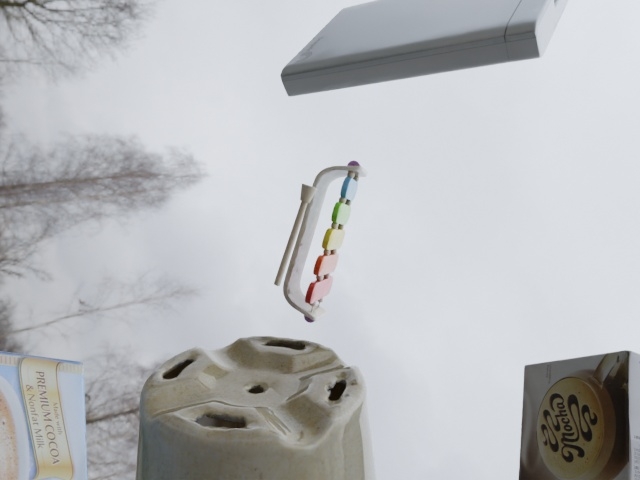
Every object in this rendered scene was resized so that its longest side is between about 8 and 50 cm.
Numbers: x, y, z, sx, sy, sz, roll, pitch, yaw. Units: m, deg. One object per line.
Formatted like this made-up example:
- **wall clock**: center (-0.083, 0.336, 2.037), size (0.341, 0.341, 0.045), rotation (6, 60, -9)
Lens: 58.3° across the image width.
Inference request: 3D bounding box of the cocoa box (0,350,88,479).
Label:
- **cocoa box**: center (-0.311, 0.267, 0.379), size (0.231, 0.228, 0.347), rotation (-32, -123, 26)

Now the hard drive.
- **hard drive**: center (0.142, -0.293, 0.790), size (0.352, 0.233, 0.047), rotation (1, -48, 35)

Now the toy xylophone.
- **toy xylophone**: center (0.000, 0.000, 1.087), size (0.081, 0.236, 0.323), rotation (17, -79, 10)

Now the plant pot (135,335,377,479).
- **plant pot**: center (-0.063, 0.281, 0.599), size (0.333, 0.333, 0.306), rotation (21, -66, 55)

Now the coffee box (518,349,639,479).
- **coffee box**: center (0.326, 0.293, 0.657), size (0.168, 0.118, 0.297), rotation (144, -38, -62)
